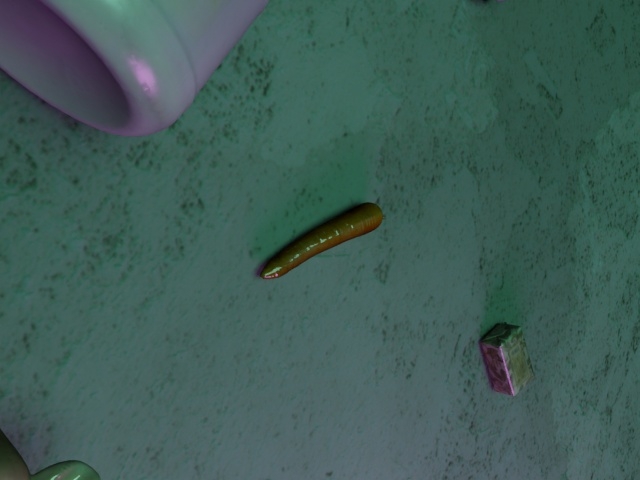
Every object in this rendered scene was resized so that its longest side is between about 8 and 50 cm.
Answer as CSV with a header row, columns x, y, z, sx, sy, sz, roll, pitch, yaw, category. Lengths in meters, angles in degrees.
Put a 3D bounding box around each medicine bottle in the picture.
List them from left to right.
x,y,z,sx,sy,sz,roll,pitch,yaw,category
-0.144,-0.266,0.599,0.241,0.241,0.301,45,67,-32,medicine bottle

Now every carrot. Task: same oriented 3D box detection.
x,y,z,sx,sy,sz,roll,pitch,yaw,category
0.000,0.000,0.874,0.190,0.037,0.037,-27,110,-30,carrot

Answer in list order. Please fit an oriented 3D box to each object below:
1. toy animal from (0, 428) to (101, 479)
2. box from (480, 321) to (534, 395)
x,y,z,sx,sy,sz,roll,pitch,yaw,category
-0.318,0.158,0.518,0.195,0.213,0.256,-21,98,10,toy animal
0.285,0.180,1.105,0.062,0.045,0.098,-30,113,-33,box
